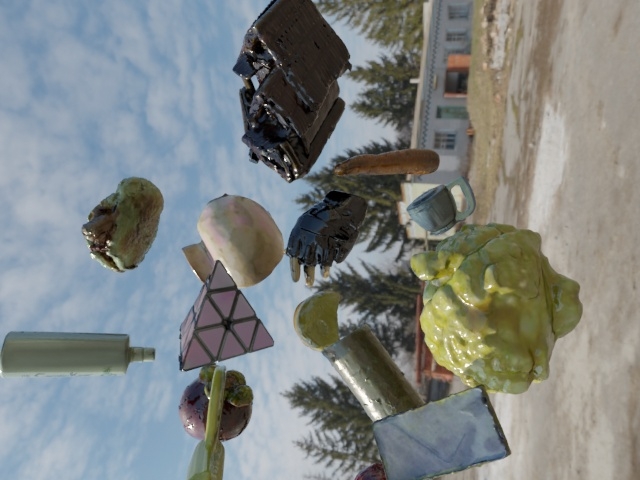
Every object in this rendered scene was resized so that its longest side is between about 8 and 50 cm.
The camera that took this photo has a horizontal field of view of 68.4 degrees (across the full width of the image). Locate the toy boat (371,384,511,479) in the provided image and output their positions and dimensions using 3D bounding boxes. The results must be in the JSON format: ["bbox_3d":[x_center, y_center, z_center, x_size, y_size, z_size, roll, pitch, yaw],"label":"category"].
[{"bbox_3d":[0.106,0.179,0.428,0.016,0.115,0.063,28,-140,-58],"label":"toy boat"}]

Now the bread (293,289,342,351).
[{"bbox_3d":[-0.004,0.200,1.181,0.086,0.125,0.156,137,136,-80],"label":"bread"}]

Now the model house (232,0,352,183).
[{"bbox_3d":[-0.103,-0.350,0.996,0.317,0.297,0.282,-58,-21,-21],"label":"model house"}]

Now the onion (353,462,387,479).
[{"bbox_3d":[0.085,0.324,0.575,0.097,0.107,0.107,-47,-18,1],"label":"onion"}]

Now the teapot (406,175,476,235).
[{"bbox_3d":[0.293,-0.077,1.146,0.108,0.149,0.111,55,166,-8],"label":"teapot"}]

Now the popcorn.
[{"bbox_3d":[0.243,0.089,0.682,0.195,0.254,0.256,-40,33,49],"label":"popcorn"}]

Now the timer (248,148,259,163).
[{"bbox_3d":[-0.148,-0.319,1.330,0.144,0.055,0.187,-94,28,-56],"label":"timer"}]

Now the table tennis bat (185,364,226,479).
[{"bbox_3d":[-0.189,0.349,0.804,0.368,0.054,0.224,-172,89,-81],"label":"table tennis bat"}]

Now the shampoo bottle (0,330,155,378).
[{"bbox_3d":[-0.456,0.220,0.908,0.085,0.262,0.085,-175,90,-69],"label":"shampoo bottle"}]

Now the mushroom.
[{"bbox_3d":[-0.206,0.003,1.109,0.173,0.236,0.162,50,167,49],"label":"mushroom"}]

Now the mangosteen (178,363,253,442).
[{"bbox_3d":[-0.230,0.363,1.067,0.180,0.166,0.166,-62,-5,24],"label":"mangosteen"}]

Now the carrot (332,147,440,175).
[{"bbox_3d":[0.143,-0.166,1.014,0.059,0.247,0.059,174,90,-78],"label":"carrot"}]

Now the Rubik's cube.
[{"bbox_3d":[-0.174,0.195,0.899,0.211,0.178,0.190,-56,19,36],"label":"Rubik's cube"}]

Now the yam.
[{"bbox_3d":[0.113,0.261,0.773,0.259,0.093,0.093,53,-169,10],"label":"yam"}]

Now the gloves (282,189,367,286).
[{"bbox_3d":[0.000,0.000,0.990,0.203,0.164,0.124,-57,-48,-27],"label":"gloves"}]

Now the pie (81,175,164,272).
[{"bbox_3d":[-0.535,-0.042,1.328,0.257,0.105,0.275,78,-148,-55],"label":"pie"}]
